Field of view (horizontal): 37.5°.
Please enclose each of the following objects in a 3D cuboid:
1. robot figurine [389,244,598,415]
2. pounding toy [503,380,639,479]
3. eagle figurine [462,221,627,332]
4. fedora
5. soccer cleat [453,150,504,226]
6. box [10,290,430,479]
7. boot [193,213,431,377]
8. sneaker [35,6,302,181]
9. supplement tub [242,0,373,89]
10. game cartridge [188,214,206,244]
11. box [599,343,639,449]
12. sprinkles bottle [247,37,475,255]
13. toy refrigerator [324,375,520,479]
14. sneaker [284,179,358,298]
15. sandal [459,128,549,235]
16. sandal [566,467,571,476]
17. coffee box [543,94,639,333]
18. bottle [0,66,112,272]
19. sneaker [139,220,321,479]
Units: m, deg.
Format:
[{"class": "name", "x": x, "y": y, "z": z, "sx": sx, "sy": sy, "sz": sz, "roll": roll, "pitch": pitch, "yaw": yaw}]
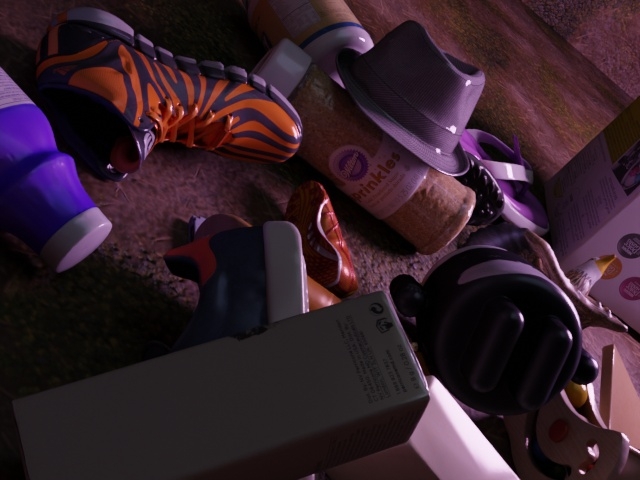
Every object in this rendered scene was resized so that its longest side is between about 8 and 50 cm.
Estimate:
[{"class": "robot figurine", "x": 0.203, "y": 0.104, "z": 1.113, "sx": 0.209, "sy": 0.174, "sz": 0.278, "roll": 60, "pitch": 3, "yaw": -11}, {"class": "pounding toy", "x": 0.285, "y": 0.242, "z": 1.102, "sx": 0.155, "sy": 0.154, "sz": 0.269, "roll": 31, "pitch": 31, "yaw": -24}, {"class": "eagle figurine", "x": 0.335, "y": 0.084, "z": 1.386, "sx": 0.298, "sy": 0.225, "sz": 0.226, "roll": -167, "pitch": -107, "yaw": -84}, {"class": "fedora", "x": 0.145, "y": -0.218, "z": 1.314, "sx": 0.244, "sy": 0.124, "sz": 0.275, "roll": 36, "pitch": 19, "yaw": -10}, {"class": "soccer cleat", "x": 0.162, "y": -0.139, "z": 1.494, "sx": 0.318, "sy": 0.108, "sz": 0.116, "roll": 32, "pitch": 26, "yaw": -16}, {"class": "box", "x": -0.068, "y": 0.132, "z": 0.680, "sx": 0.275, "sy": 0.113, "sz": 0.094, "roll": -15, "pitch": 63, "yaw": -15}, {"class": "boot", "x": 0.001, "y": 0.089, "z": 1.008, "sx": 0.295, "sy": 0.104, "sz": 0.211, "roll": 55, "pitch": 25, "yaw": 8}, {"class": "sneaker", "x": -0.168, "y": -0.125, "z": 1.055, "sx": 0.321, "sy": 0.124, "sz": 0.180, "roll": 19, "pitch": 41, "yaw": -21}, {"class": "supplement tub", "x": -0.024, "y": -0.331, "z": 1.458, "sx": 0.144, "sy": 0.144, "sz": 0.199, "roll": 2, "pitch": 50, "yaw": -51}, {"class": "game cartridge", "x": -0.118, "y": 0.012, "z": 1.026, "sx": 0.056, "sy": 0.017, "sz": 0.083, "roll": 24, "pitch": 35, "yaw": -26}, {"class": "box", "x": 0.415, "y": 0.263, "z": 1.279, "sx": 0.164, "sy": 0.021, "sz": 0.201, "roll": 61, "pitch": 31, "yaw": -21}, {"class": "sprinkles bottle", "x": 0.050, "y": -0.126, "z": 1.311, "sx": 0.355, "sy": 0.121, "sz": 0.121, "roll": 37, "pitch": 30, "yaw": -14}, {"class": "toy refrigerator", "x": 0.132, "y": 0.254, "z": 0.869, "sx": 0.269, "sy": 0.102, "sz": 0.094, "roll": 50, "pitch": 40, "yaw": -17}, {"class": "sneaker", "x": 0.000, "y": 0.000, "z": 1.165, "sx": 0.067, "sy": 0.064, "sz": 0.175, "roll": 43, "pitch": 26, "yaw": -49}, {"class": "sandal", "x": 0.298, "y": -0.141, "z": 1.623, "sx": 0.416, "sy": 0.102, "sz": 0.169, "roll": 36, "pitch": 27, "yaw": -34}, {"class": "sandal", "x": 0.382, "y": 0.289, "z": 1.283, "sx": 0.067, "sy": 0.040, "sz": 0.179, "roll": 51, "pitch": 29, "yaw": 12}, {"class": "coffee box", "x": 0.660, "y": -0.040, "z": 1.764, "sx": 0.338, "sy": 0.334, "sz": 0.338, "roll": 37, "pitch": 28, "yaw": -12}, {"class": "bottle", "x": -0.305, "y": -0.095, "z": 0.843, "sx": 0.283, "sy": 0.092, "sz": 0.118, "roll": 47, "pitch": 29, "yaw": 3}, {"class": "sneaker", "x": -0.078, "y": 0.153, "z": 0.809, "sx": 0.148, "sy": 0.131, "sz": 0.349, "roll": -5, "pitch": 63, "yaw": 1}]
